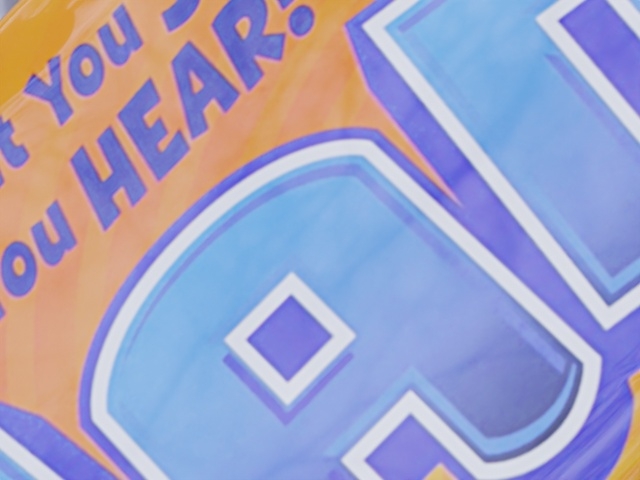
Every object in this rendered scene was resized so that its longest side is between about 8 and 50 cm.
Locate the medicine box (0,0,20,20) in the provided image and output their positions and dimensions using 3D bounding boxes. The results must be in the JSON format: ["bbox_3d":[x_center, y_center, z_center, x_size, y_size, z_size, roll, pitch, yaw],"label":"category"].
[{"bbox_3d":[-0.217,-0.192,0.763,0.289,0.149,0.263,-1,101,31],"label":"medicine box"}]

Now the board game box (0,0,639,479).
[{"bbox_3d":[0.070,0.114,0.509,0.356,0.356,0.356,-45,73,-2],"label":"board game box"}]
